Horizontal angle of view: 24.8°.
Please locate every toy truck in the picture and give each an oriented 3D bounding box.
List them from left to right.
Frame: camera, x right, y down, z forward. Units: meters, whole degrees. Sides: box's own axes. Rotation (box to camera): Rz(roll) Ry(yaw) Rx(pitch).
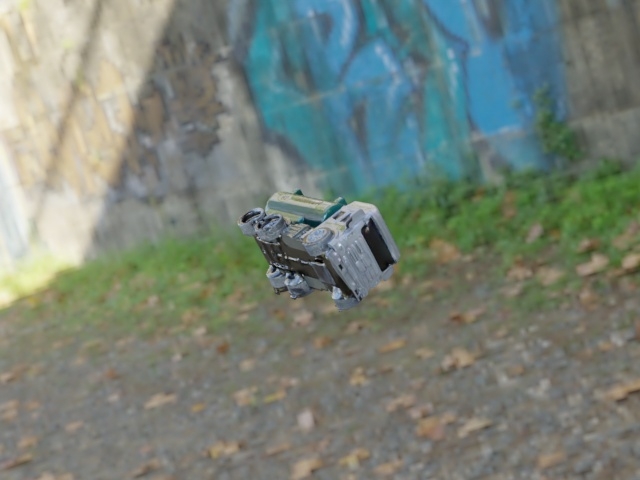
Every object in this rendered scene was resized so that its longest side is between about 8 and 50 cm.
[{"bbox_3d":[0.000,0.000,0.640,0.044,0.039,0.083,-39,26,-22],"label":"toy truck"}]
